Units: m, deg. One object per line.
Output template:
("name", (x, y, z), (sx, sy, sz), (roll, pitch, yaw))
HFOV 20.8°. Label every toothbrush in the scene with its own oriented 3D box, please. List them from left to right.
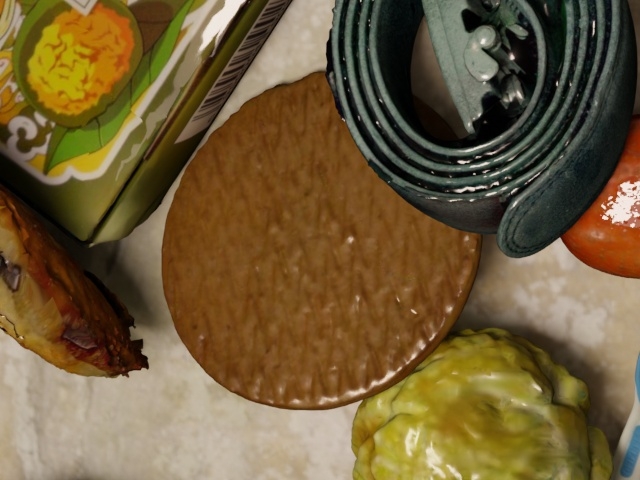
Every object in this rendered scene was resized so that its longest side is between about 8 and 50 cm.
("toothbrush", (0.244, 0.090, 1.244), (0.040, 0.040, 0.386), (18, 132, 10))

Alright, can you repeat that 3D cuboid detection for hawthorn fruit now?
("hawthorn fruit", (0.225, -0.032, 1.241), (0.128, 0.128, 0.128), (4, 105, 14))

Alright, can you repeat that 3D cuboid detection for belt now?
("belt", (0.115, -0.116, 1.203), (0.206, 0.116, 0.267), (-8, 71, 17))

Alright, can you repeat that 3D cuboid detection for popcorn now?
("popcorn", (0.124, 0.168, 1.292), (0.198, 0.212, 0.198), (-14, 62, 28))

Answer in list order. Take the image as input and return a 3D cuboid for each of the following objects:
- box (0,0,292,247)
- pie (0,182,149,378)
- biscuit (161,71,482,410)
("box", (-0.211, -0.264, 1.285), (0.420, 0.138, 0.373), (37, 110, 2))
("pie", (-0.251, 0.008, 1.306), (0.308, 0.308, 0.085), (37, 80, 3))
("biscuit", (0.000, 0.000, 1.291), (0.262, 0.037, 0.262), (-8, 70, 22))
